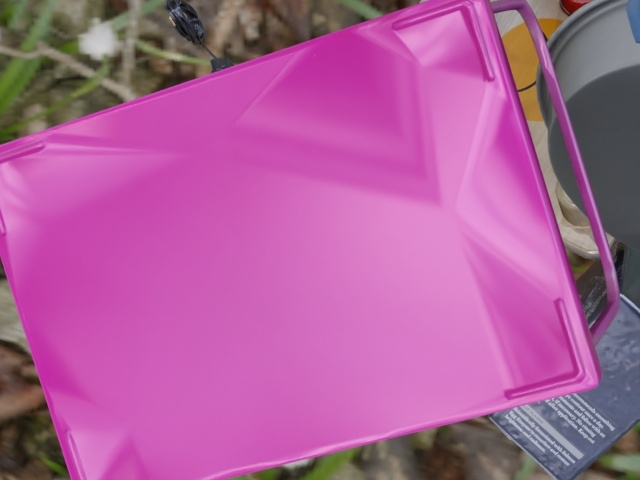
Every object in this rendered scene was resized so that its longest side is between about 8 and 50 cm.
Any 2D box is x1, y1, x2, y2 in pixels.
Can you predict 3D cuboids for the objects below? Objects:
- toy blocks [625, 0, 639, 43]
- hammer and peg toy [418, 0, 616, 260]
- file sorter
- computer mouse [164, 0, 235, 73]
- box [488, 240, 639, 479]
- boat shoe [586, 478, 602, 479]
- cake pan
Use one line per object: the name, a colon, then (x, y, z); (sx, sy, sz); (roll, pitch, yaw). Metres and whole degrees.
toy blocks: (0.128, -0.100, 0.344); (0.190, 0.261, 0.381); (-13, 87, -5)
hammer and peg toy: (0.210, -0.191, 1.443); (0.361, 0.266, 0.127); (-60, 160, -8)
file sorter: (0.000, 0.000, 0.931); (0.182, 0.290, 0.202); (-25, 99, -70)
computer mouse: (-0.124, -0.190, 1.870); (0.041, 0.071, 0.242); (-23, 143, 10)
box: (0.232, 0.096, 1.407); (0.093, 0.156, 0.158); (42, 112, -4)
boat shoe: (0.294, 0.261, 1.627); (0.043, 0.137, 0.049); (41, 84, -14)
cake pan: (0.282, -0.061, 1.130); (0.293, 0.293, 0.054); (39, 56, -28)
